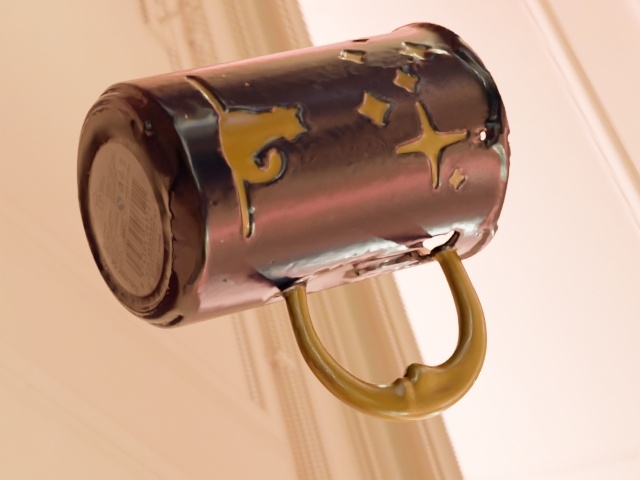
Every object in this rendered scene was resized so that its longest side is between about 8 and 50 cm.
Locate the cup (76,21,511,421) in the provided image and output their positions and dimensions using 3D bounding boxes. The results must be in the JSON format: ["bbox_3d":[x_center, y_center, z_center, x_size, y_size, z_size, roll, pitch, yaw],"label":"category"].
[{"bbox_3d":[0.001,-0.020,0.968,0.256,0.178,0.255,-15,-136,-32],"label":"cup"}]
